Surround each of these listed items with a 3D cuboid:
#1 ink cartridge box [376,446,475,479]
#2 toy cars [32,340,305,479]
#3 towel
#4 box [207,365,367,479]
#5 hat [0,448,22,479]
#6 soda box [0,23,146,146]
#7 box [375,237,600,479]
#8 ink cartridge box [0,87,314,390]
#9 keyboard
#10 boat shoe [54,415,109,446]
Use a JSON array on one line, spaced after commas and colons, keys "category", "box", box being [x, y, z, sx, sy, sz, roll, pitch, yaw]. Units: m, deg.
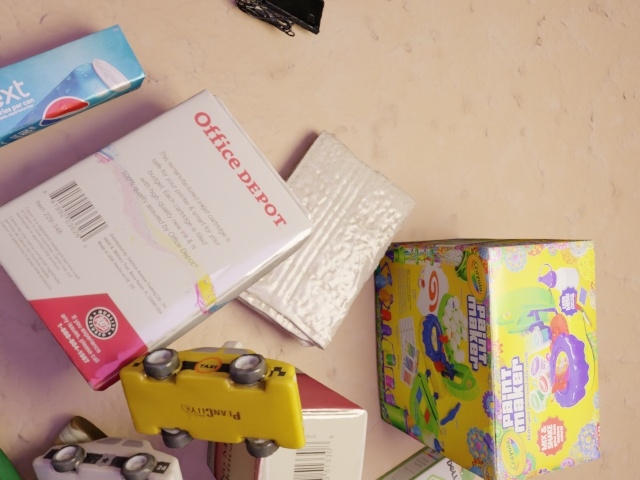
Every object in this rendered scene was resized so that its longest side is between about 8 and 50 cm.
[{"category": "ink cartridge box", "box": [0.177, 0.406, 0.938, 0.209, 0.062, 0.108, -25, 100, -22]}, {"category": "toy cars", "box": [-0.166, 0.214, 0.641, 0.176, 0.087, 0.394, 44, 118, -5]}, {"category": "towel", "box": [0.000, 0.000, 0.845, 0.187, 0.049, 0.282, 37, 75, -9]}, {"category": "box", "box": [-0.053, 0.256, 0.740, 0.127, 0.232, 0.148, 7, 88, -24]}, {"category": "hat", "box": [-0.414, 0.218, 0.667, 0.173, 0.208, 0.183, -19, 58, 12]}, {"category": "soda box", "box": [-0.326, -0.184, 0.705, 0.210, 0.067, 0.071, -31, 102, -20]}, {"category": "box", "box": [0.223, 0.144, 0.837, 0.177, 0.279, 0.289, -3, 93, -23]}, {"category": "ink cartridge box", "box": [-0.197, -0.002, 0.702, 0.306, 0.131, 0.226, -35, 85, -20]}, {"category": "keyboard", "box": [-0.087, -0.352, 0.835, 0.192, 0.038, 0.100, 23, 58, -21]}, {"category": "boat shoe", "box": [-0.281, 0.283, 0.745, 0.045, 0.050, 0.135, -42, 105, -4]}]
